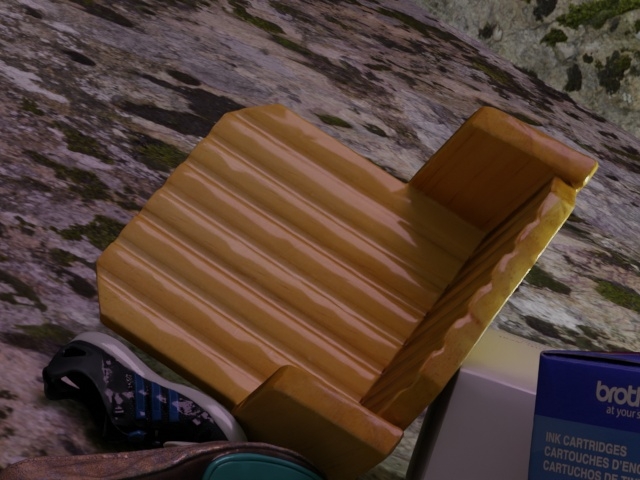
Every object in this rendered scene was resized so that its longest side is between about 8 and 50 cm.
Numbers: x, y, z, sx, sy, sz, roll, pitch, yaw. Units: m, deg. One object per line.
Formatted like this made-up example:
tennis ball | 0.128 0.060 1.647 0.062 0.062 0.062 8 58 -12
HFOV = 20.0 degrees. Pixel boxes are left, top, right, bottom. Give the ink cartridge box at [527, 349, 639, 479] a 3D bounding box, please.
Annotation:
ink cartridge box | 0.290 0.225 1.403 0.270 0.395 0.151 6 1 -45

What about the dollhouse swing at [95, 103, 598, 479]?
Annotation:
dollhouse swing | 0.000 0.000 1.657 0.305 0.347 0.315 40 -24 -1

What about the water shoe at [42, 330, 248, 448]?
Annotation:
water shoe | -0.159 0.161 1.622 0.203 0.073 0.080 30 45 19

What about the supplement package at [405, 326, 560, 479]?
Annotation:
supplement package | 0.180 0.195 1.639 0.177 0.175 0.293 19 7 2

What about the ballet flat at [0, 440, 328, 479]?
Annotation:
ballet flat | -0.128 0.202 1.465 0.316 0.107 0.106 7 11 -43
